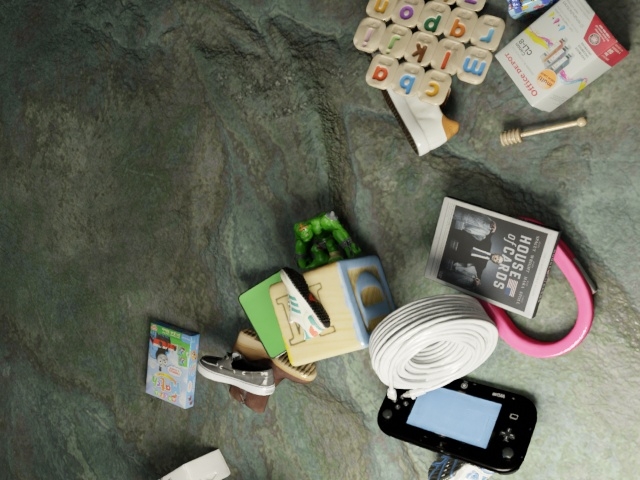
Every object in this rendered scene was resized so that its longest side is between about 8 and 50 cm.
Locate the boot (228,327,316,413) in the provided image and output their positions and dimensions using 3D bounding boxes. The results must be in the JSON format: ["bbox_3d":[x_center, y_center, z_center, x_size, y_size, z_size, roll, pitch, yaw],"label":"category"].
[{"bbox_3d":[-0.125,0.351,1.679,0.249,0.090,0.206,24,118,28],"label":"boot"}]

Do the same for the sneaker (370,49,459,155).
[{"bbox_3d":[0.198,-0.322,1.408,0.123,0.106,0.290,-26,73,3],"label":"sneaker"}]

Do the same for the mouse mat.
[{"bbox_3d":[-0.100,0.175,1.625,0.153,0.007,0.189,-31,68,-1],"label":"mouse mat"}]

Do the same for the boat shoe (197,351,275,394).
[{"bbox_3d":[-0.207,0.309,1.624,0.229,0.080,0.076,14,104,35],"label":"boat shoe"}]

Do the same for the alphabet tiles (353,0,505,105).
[{"bbox_3d":[0.219,-0.420,1.355,0.284,0.021,0.277,21,86,15],"label":"alphabet tiles"}]

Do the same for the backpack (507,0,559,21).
[{"bbox_3d":[0.423,-0.482,1.207,0.174,0.158,0.116,-12,95,21],"label":"backpack"}]

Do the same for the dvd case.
[{"bbox_3d":[0.333,0.029,1.315,0.239,0.030,0.179,22,107,33],"label":"dvd case"}]

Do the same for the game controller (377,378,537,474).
[{"bbox_3d":[0.277,0.364,1.374,0.319,0.067,0.166,10,64,33],"label":"game controller"}]

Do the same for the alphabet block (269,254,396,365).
[{"bbox_3d":[0.035,0.154,1.481,0.197,0.192,0.193,-21,80,31],"label":"alphabet block"}]

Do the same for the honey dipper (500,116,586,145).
[{"bbox_3d":[0.431,-0.216,1.290,0.161,0.030,0.030,-11,88,31],"label":"honey dipper"}]

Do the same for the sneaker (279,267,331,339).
[{"bbox_3d":[-0.050,0.134,1.387,0.075,0.057,0.161,-42,75,22],"label":"sneaker"}]

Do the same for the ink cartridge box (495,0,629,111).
[{"bbox_3d":[0.439,-0.340,1.215,0.176,0.127,0.128,-39,73,30],"label":"ink cartridge box"}]

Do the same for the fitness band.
[{"bbox_3d":[0.409,0.091,1.313,0.209,0.054,0.290,-40,71,29],"label":"fitness band"}]

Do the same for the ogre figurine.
[{"bbox_3d":[0.000,0.000,1.550,0.197,0.097,0.118,-11,100,66],"label":"ogre figurine"}]

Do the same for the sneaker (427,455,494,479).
[{"bbox_3d":[0.331,0.466,1.391,0.211,0.080,0.081,-33,115,21],"label":"sneaker"}]

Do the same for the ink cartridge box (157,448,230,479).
[{"bbox_3d":[-0.363,0.656,1.805,0.191,0.140,0.082,-39,71,28],"label":"ink cartridge box"}]

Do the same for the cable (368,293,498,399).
[{"bbox_3d":[0.225,0.207,1.332,0.257,0.257,0.089,-20,50,5],"label":"cable"}]

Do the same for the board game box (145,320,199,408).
[{"bbox_3d":[-0.420,0.349,1.879,0.160,0.039,0.211,11,101,31],"label":"board game box"}]
